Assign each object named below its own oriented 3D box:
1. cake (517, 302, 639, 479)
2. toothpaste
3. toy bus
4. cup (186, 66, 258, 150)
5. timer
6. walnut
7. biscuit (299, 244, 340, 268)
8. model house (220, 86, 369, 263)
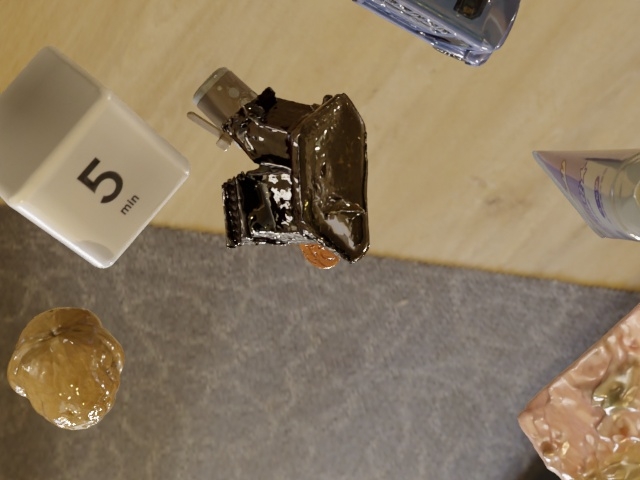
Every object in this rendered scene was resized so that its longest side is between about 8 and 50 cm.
[{"bbox_3d":[0.443,0.211,1.291,0.293,0.307,0.314,-21,157,-49],"label":"cake"},{"bbox_3d":[0.281,-0.043,1.086,0.080,0.371,0.125,-41,93,2],"label":"toothpaste"},{"bbox_3d":[0.131,-0.296,1.315,0.292,0.133,0.125,21,96,-37],"label":"toy bus"},{"bbox_3d":[-0.132,-0.177,1.600,0.099,0.074,0.102,44,72,-3],"label":"cup"},{"bbox_3d":[-0.329,-0.112,1.548,0.194,0.192,0.195,-49,138,-3],"label":"timer"},{"bbox_3d":[-0.326,0.163,1.478,0.149,0.166,0.166,-14,125,-12],"label":"walnut"},{"bbox_3d":[0.000,0.000,1.693,0.078,0.015,0.091,-8,113,37],"label":"biscuit"},{"bbox_3d":[-0.039,-0.078,1.352,0.141,0.164,0.203,-7,102,-44],"label":"model house"}]
